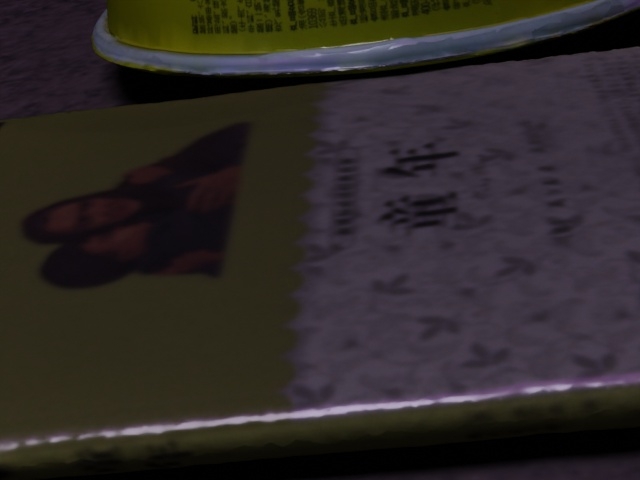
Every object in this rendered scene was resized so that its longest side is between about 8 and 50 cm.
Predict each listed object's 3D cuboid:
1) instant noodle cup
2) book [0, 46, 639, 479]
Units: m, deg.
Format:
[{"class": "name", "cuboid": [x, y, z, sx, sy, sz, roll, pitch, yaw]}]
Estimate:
[{"class": "instant noodle cup", "cuboid": [0.021, -0.223, 0.689, 0.311, 0.222, 0.311, -6, 20, 2]}, {"class": "book", "cuboid": [0.000, 0.000, 0.494, 0.352, 0.035, 0.239, -6, 28, 6]}]
